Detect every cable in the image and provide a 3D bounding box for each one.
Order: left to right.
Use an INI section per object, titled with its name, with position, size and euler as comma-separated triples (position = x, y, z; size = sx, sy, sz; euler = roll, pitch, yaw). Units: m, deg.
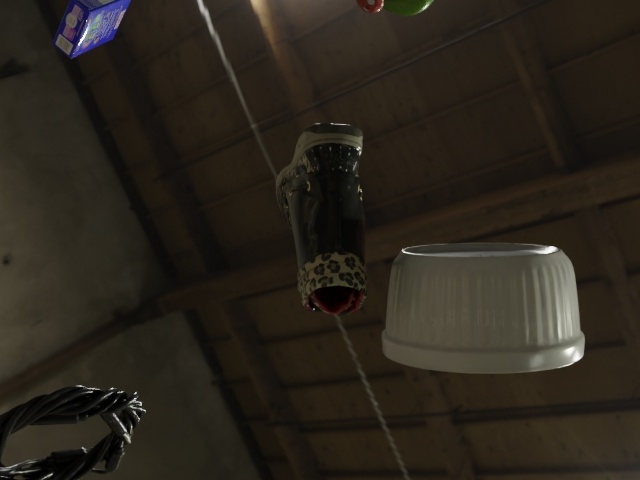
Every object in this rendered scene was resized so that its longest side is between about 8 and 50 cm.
[cable]
position = -0.271, 0.210, 0.935
size = 0.150, 0.184, 0.047
euler = -49, -128, 23

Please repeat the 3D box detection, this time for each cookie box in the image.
[cookie box]
position = -0.343, -0.333, 1.343
size = 0.040, 0.107, 0.092
euler = 40, -53, 2

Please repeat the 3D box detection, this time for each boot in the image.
[boot]
position = -0.002, 0.000, 0.963
size = 0.236, 0.085, 0.178
euler = 114, -24, -67

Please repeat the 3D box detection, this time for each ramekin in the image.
[ramekin]
position = 0.166, 0.062, 0.918
size = 0.207, 0.207, 0.109
euler = 3, -83, 42

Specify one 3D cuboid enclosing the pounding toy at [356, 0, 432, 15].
[pounding toy]
position = 0.083, -0.435, 1.340
size = 0.183, 0.110, 0.237
euler = 42, -30, 30
